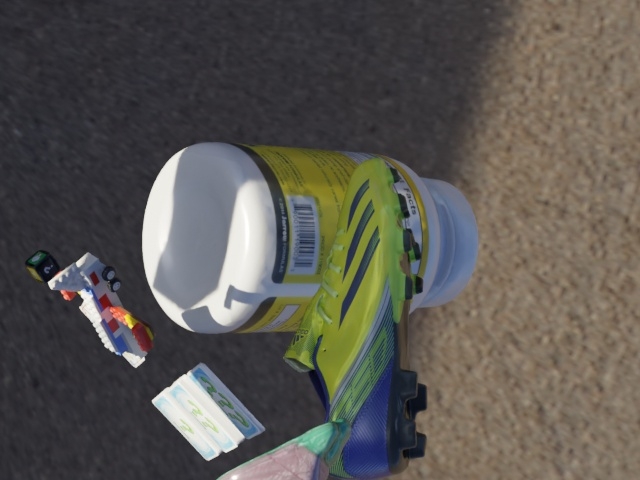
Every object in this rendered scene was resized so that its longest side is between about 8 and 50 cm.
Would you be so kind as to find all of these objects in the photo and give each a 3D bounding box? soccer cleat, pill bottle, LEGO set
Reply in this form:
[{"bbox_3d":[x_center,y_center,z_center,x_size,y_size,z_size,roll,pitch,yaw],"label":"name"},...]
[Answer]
[{"bbox_3d":[0.025,0.061,1.286,0.121,0.093,0.289,-5,66,12],"label":"soccer cleat"},{"bbox_3d":[0.000,0.000,1.563,0.334,0.188,0.188,2,100,-42],"label":"pill bottle"},{"bbox_3d":[-0.166,0.099,1.300,0.060,0.182,0.244,-43,92,-23],"label":"LEGO set"}]

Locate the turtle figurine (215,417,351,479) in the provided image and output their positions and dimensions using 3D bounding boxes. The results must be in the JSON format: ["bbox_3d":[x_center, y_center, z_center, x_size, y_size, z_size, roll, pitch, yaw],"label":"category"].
[{"bbox_3d":[0.026,0.188,0.531,0.118,0.175,0.234,-15,71,-44],"label":"turtle figurine"}]
